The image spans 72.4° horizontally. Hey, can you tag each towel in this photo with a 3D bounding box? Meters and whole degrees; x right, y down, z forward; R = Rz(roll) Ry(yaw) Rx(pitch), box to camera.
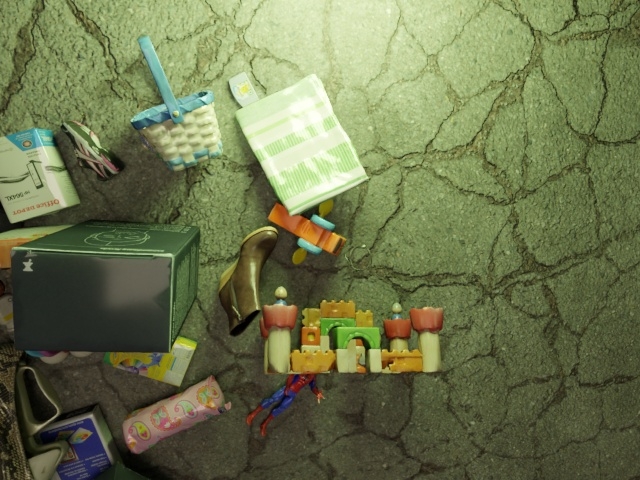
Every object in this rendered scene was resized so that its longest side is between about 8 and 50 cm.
[{"bbox_3d":[-0.047,-0.251,1.153,0.248,0.038,0.324,-27,85,-3],"label":"towel"}]

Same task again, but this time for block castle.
[{"bbox_3d":[0.068,0.246,1.167,0.454,0.303,0.212,2,72,-9],"label":"block castle"}]

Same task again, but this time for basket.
[{"bbox_3d":[-0.354,-0.322,1.037,0.201,0.255,0.288,-20,112,-11],"label":"basket"}]

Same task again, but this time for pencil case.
[{"bbox_3d":[-0.408,0.496,1.247,0.284,0.124,0.124,-23,102,-4],"label":"pencil case"}]

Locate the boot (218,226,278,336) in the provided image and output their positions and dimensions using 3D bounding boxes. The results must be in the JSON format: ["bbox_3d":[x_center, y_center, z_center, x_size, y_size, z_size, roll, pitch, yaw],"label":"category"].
[{"bbox_3d":[-0.174,0.106,1.145,0.090,0.206,0.248,26,116,-39],"label":"boot"}]

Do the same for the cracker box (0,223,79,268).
[{"bbox_3d":[-0.690,0.010,1.060,0.156,0.232,0.067,-3,102,-7],"label":"cracker box"}]

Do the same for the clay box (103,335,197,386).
[{"bbox_3d":[-0.479,0.316,1.237,0.222,0.053,0.127,22,97,-10],"label":"clay box"}]

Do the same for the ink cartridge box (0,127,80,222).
[{"bbox_3d":[-0.727,-0.161,1.099,0.148,0.086,0.203,-18,101,-4],"label":"ink cartridge box"}]

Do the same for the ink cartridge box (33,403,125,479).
[{"bbox_3d":[-0.742,0.658,1.258,0.304,0.072,0.306,-16,104,-6],"label":"ink cartridge box"}]

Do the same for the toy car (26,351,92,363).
[{"bbox_3d":[-0.690,0.251,1.153,0.182,0.136,0.159,-12,102,-6],"label":"toy car"}]

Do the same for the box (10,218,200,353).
[{"bbox_3d":[-0.458,0.085,1.023,0.294,0.395,0.211,4,99,-8],"label":"box"}]

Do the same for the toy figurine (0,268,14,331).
[{"bbox_3d":[-0.823,0.144,1.077,0.213,0.209,0.148,-20,113,-5],"label":"toy figurine"}]

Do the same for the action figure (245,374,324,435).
[{"bbox_3d":[-0.093,0.467,1.279,0.091,0.139,0.280,43,90,-14],"label":"action figure"}]

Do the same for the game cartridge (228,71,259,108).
[{"bbox_3d":[-0.207,-0.398,1.164,0.056,0.017,0.083,-28,103,2],"label":"game cartridge"}]

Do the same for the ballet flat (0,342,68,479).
[{"bbox_3d":[-0.769,0.498,1.137,0.182,0.164,0.482,-15,82,-25],"label":"ballet flat"}]

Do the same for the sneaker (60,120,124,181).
[{"bbox_3d":[-0.599,-0.224,1.117,0.077,0.072,0.178,-41,97,12],"label":"sneaker"}]

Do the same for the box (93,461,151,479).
[{"bbox_3d":[-0.576,0.843,1.207,0.343,0.179,0.312,-39,117,5],"label":"box"}]

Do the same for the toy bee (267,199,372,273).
[{"bbox_3d":[0.000,0.000,1.213,0.195,0.162,0.298,-41,78,9],"label":"toy bee"}]

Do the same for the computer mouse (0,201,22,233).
[{"bbox_3d":[-0.919,-0.051,1.106,0.262,0.060,0.184,31,94,-12],"label":"computer mouse"}]
